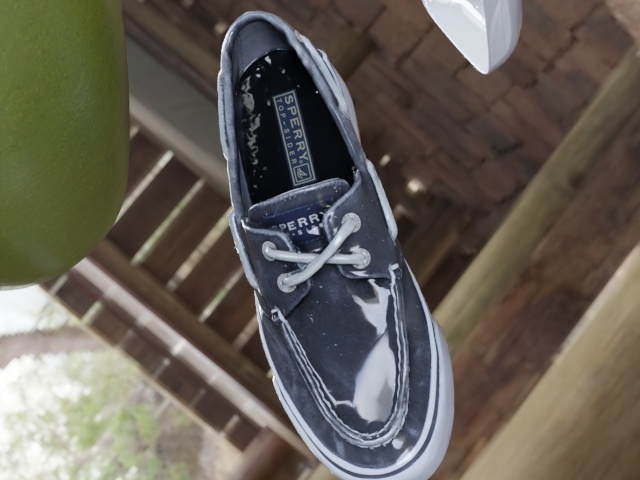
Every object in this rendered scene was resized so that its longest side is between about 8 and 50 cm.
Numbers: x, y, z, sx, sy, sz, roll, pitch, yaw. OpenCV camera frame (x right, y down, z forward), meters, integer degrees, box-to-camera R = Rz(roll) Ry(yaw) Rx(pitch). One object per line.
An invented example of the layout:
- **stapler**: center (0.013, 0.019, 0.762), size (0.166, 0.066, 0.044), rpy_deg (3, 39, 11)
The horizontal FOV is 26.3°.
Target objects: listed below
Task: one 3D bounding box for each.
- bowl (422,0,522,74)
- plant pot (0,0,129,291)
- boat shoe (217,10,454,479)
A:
- **bowl**: center (0.135, -0.238, 1.239), size (0.142, 0.053, 0.142), rpy_deg (55, 166, 39)
- **plant pot**: center (-0.213, -0.102, 0.724), size (0.274, 0.275, 0.293), rpy_deg (33, 163, 28)
- **boat shoe**: center (0.000, 0.000, 0.814), size (0.102, 0.108, 0.301), rpy_deg (53, -157, -66)
